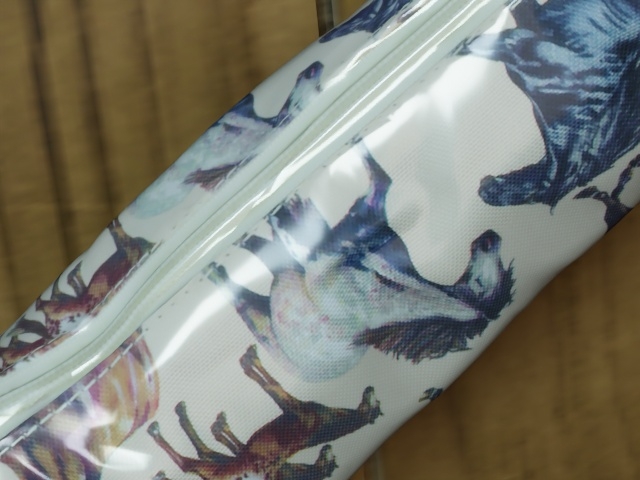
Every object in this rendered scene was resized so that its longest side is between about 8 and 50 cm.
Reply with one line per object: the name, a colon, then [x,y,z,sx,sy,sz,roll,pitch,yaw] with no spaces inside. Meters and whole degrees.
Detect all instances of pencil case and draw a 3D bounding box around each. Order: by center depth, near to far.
pencil case: [0.000,0.000,0.873,0.410,0.160,0.183,-43,137,3]
